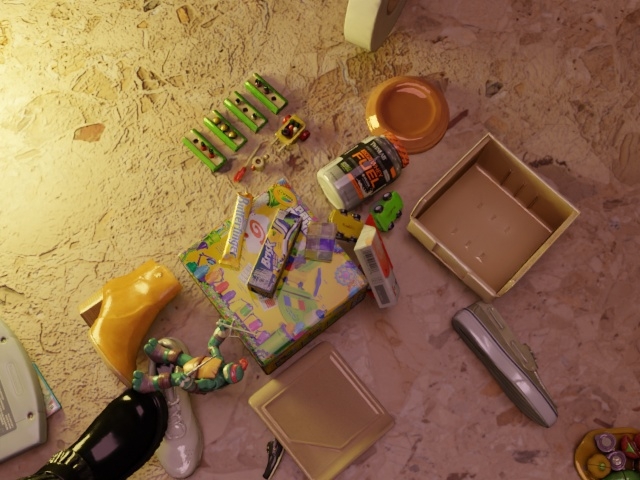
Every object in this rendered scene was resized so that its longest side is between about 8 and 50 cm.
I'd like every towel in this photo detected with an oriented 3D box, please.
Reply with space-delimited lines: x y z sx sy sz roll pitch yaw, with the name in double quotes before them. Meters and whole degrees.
"towel" 0.000 0.000 1.594 0.060 0.009 0.083 9 73 1

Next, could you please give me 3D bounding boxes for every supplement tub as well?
"supplement tub" 0.097 -0.156 1.762 0.190 0.117 0.117 -35 77 -9

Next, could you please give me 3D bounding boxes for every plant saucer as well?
"plant saucer" 0.205 -0.300 1.844 0.199 0.037 0.200 0 75 0

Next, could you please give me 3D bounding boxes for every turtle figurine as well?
"turtle figurine" -0.232 0.241 1.502 0.234 0.175 0.118 -5 117 19

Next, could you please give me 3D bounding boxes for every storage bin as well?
"storage bin" 0.367 -0.045 1.709 0.262 0.123 0.260 44 69 10

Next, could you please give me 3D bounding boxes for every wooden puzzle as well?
"wooden puzzle" 0.002 0.360 1.642 0.221 0.044 0.239 -35 72 -24

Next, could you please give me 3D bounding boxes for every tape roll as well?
"tape roll" 0.162 -0.612 1.748 0.072 0.392 0.392 25 76 7

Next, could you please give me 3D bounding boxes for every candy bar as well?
"candy bar" -0.169 -0.024 1.596 0.040 0.018 0.162 11 74 3

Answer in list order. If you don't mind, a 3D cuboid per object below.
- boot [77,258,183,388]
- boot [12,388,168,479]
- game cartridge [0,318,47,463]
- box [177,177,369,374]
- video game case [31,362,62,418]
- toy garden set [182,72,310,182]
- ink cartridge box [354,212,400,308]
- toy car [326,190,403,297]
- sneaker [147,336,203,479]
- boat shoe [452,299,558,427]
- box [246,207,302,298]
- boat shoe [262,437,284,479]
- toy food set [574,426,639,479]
"boot" -0.374 0.156 1.630 0.211 0.104 0.295 -34 43 -11
"boot" -0.457 0.424 1.480 0.131 0.260 0.348 40 98 19
"game cartridge" -0.694 0.319 1.649 0.196 0.060 0.294 -25 76 -3
"box" -0.095 0.079 1.666 0.279 0.177 0.290 -37 77 -10
"video game case" -0.652 0.356 1.673 0.166 0.015 0.119 -35 78 -9
"toy garden set" -0.165 -0.252 1.823 0.204 0.049 0.244 43 79 11
"ink cartridge box" 0.130 0.035 1.631 0.045 0.179 0.146 -15 111 24
"toy car" 0.111 -0.021 1.733 0.225 0.053 0.239 -53 123 -34
"sneaker" -0.314 0.342 1.619 0.110 0.129 0.297 -12 76 -5
"boat shoe" 0.405 0.252 1.657 0.094 0.109 0.302 -35 75 -11
"box" -0.090 0.026 1.559 0.054 0.059 0.169 21 74 4
"boat shoe" -0.092 0.433 1.635 0.042 0.049 0.133 22 69 2
"toy food set" 0.640 0.449 1.619 0.217 0.071 0.128 -5 75 -2
